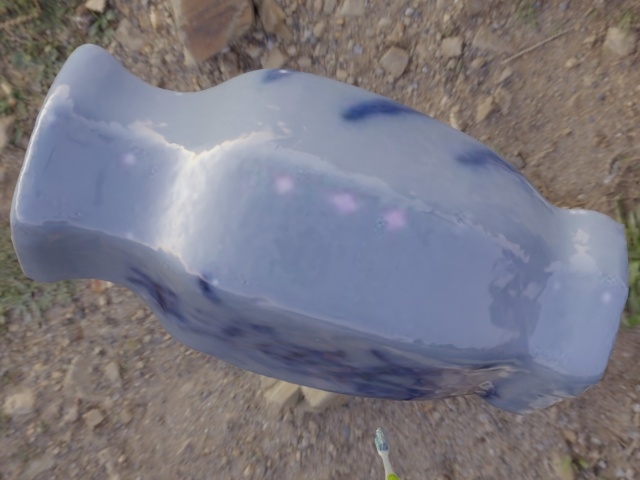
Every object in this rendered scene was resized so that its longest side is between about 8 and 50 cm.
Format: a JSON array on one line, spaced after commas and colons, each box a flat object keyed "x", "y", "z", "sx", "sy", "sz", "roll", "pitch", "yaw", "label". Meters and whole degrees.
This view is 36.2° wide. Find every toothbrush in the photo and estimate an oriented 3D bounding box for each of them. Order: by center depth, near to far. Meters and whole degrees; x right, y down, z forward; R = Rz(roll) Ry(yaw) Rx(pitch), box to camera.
[{"x": 0.093, "y": 0.312, "z": 1.181, "sx": 0.022, "sy": 0.263, "sz": 0.026, "roll": -6, "pitch": 116, "yaw": -4, "label": "toothbrush"}]

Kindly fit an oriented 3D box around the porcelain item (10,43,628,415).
[{"x": 0.000, "y": 0.000, "z": 0.710, "sx": 0.405, "sy": 0.242, "sz": 0.178, "roll": 16, "pitch": 68, "yaw": -6, "label": "porcelain item"}]
